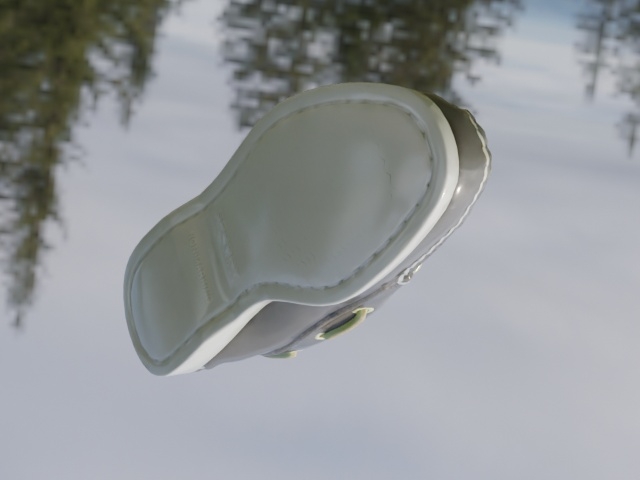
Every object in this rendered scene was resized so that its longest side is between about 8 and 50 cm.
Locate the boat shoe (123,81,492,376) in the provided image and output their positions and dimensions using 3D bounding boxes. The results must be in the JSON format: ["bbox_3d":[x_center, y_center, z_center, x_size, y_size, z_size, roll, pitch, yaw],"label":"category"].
[{"bbox_3d":[-0.001,-0.004,0.984,0.091,0.109,0.305,-4,163,-35],"label":"boat shoe"}]
